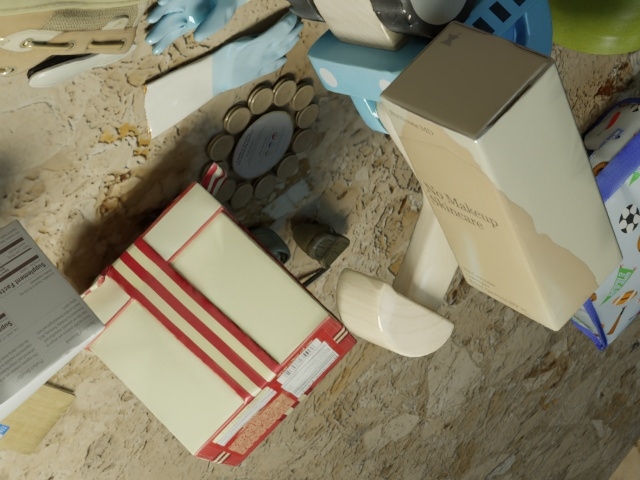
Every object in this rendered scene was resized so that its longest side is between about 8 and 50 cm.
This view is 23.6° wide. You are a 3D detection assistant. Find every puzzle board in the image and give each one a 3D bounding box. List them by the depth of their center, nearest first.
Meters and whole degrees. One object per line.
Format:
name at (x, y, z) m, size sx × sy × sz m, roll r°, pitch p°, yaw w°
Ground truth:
puzzle board at (-0.361, 0.210, 1.853) m, size 0.096 × 0.011 × 0.128 m, roll -51°, pitch 150°, yaw 3°

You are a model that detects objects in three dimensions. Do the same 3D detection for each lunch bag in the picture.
lunch bag at (0.477, -0.042, 2.491) m, size 0.328 × 0.239 × 0.385 m, roll -47°, pitch 157°, yaw -2°

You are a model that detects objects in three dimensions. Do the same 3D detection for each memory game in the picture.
memory game at (-0.073, -0.118, 1.875) m, size 0.186 × 0.012 × 0.186 m, roll -34°, pitch 147°, yaw -26°

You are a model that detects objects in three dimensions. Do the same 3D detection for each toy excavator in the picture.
toy excavator at (0.129, -0.150, 1.700) m, size 0.433 × 0.222 × 0.445 m, roll -45°, pitch 123°, yaw -20°

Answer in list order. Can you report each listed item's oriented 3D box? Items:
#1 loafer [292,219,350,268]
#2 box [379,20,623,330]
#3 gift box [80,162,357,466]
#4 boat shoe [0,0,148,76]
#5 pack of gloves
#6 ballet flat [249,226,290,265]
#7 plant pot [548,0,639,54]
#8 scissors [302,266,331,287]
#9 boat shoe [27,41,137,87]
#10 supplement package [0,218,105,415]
loafer at (0.000, 0.000, 2.073) m, size 0.056 × 0.050 × 0.148 m, roll -47°, pitch 166°, yaw 0°
box at (0.193, -0.063, 1.582) m, size 0.121 × 0.148 × 0.311 m, roll -46°, pitch 135°, yaw -16°
gift box at (-0.129, 0.083, 1.768) m, size 0.255 × 0.258 × 0.276 m, roll -45°, pitch 164°, yaw -7°
boat shoe at (-0.281, -0.199, 1.384) m, size 0.341 × 0.122 × 0.110 m, roll -14°, pitch 130°, yaw -48°
pack of gloves at (-0.094, -0.225, 1.694) m, size 0.232 × 0.046 × 0.195 m, roll -33°, pitch 145°, yaw -27°
ballet flat at (-0.118, 0.078, 1.976) m, size 0.213 × 0.068 × 0.072 m, roll -52°, pitch 152°, yaw 2°
plant pot at (0.371, -0.420, 1.848) m, size 0.366 × 0.366 × 0.353 m, roll -34°, pitch 158°, yaw -26°
scissors at (-0.069, 0.100, 2.056) m, size 0.297 × 0.021 × 0.109 m, roll -31°, pitch -175°, yaw -31°
boat shoe at (-0.244, -0.189, 1.537) m, size 0.125 × 0.038 × 0.046 m, roll -27°, pitch 174°, yaw -30°
supplement package at (-0.376, 0.133, 1.471) m, size 0.204 × 0.145 × 0.262 m, roll -40°, pitch 180°, yaw 37°
